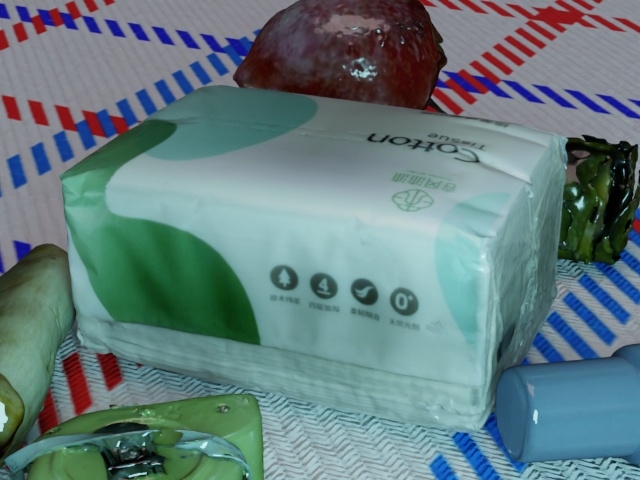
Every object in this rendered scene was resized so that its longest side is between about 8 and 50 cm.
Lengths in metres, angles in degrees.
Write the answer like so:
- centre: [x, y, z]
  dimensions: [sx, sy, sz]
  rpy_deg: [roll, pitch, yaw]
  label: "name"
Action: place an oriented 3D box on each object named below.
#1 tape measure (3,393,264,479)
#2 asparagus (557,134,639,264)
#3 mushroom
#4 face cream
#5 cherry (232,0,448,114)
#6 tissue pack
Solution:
- centre: [-0.119, 0.166, 0.929]
  dimensions: [0.177, 0.087, 0.154]
  rpy_deg: [-7, 27, -8]
  label: "tape measure"
- centre: [0.111, -0.047, 1.343]
  dimensions: [0.382, 0.108, 0.128]
  rpy_deg: [4, 62, 11]
  label: "asparagus"
- centre: [-0.249, 0.092, 1.082]
  dimensions: [0.107, 0.087, 0.333]
  rpy_deg: [-26, 18, 8]
  label: "mushroom"
- centre: [0.318, 0.115, 1.035]
  dimensions: [0.385, 0.086, 0.135]
  rpy_deg: [-2, 28, -15]
  label: "face cream"
- centre: [0.022, -0.200, 1.605]
  dimensions: [0.250, 0.175, 0.192]
  rpy_deg: [-8, 38, -9]
  label: "cherry"
- centre: [0.000, -0.001, 1.153]
  dimensions: [0.356, 0.194, 0.266]
  rpy_deg: [9, 26, 20]
  label: "tissue pack"
